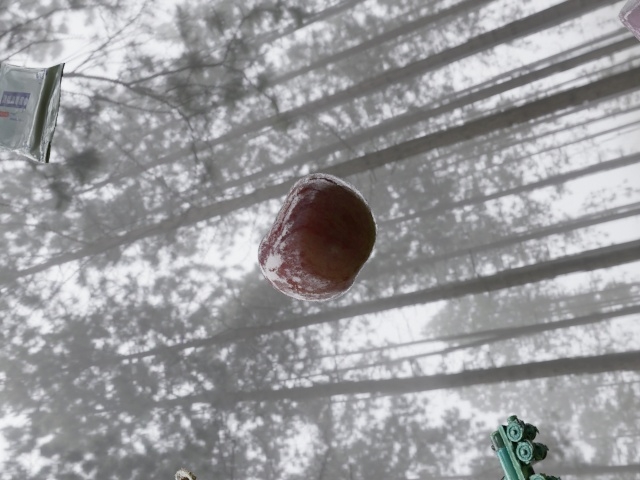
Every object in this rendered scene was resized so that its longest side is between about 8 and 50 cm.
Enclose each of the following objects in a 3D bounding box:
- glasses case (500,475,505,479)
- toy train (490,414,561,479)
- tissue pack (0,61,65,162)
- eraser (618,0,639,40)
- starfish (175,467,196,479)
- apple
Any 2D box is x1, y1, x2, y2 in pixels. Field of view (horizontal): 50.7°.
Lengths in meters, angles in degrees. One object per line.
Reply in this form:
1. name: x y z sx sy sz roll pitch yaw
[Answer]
1. glasses case: 0.305 0.416 0.924 0.047 0.071 0.204 -39 -69 -36
2. toy train: 0.168 0.189 0.549 0.029 0.045 0.092 18 -139 -38
3. tissue pack: -0.385 -0.167 0.866 0.026 0.193 0.122 11 -88 -50
4. eraser: 0.456 -0.153 0.497 0.359 0.272 0.122 40 -133 -9
5. starfish: -0.160 0.389 0.905 0.053 0.150 0.209 -29 -43 -27
6. apple: 0.000 0.000 0.781 0.120 0.153 0.153 30 -139 -6
